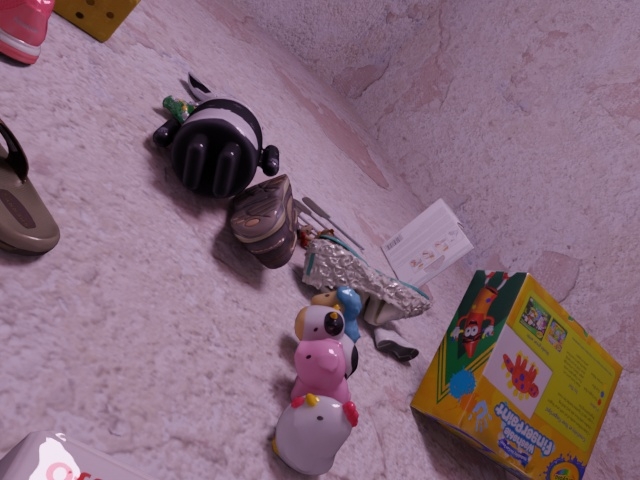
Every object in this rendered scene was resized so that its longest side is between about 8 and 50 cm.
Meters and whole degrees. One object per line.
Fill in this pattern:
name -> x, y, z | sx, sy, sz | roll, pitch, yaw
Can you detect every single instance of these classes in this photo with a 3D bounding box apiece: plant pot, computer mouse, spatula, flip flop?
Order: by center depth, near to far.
flip flop -> -0.400, -0.104, 0.552 | 0.277, 0.080, 0.112 | 51, 21, 4
plant pot -> -0.499, -0.581, 1.037 | 0.212, 0.212, 0.187 | 28, 41, -44
spatula -> -0.001, -0.048, 1.212 | 0.242, 0.019, 0.168 | 39, -20, -35
computer mouse -> -0.299, -0.383, 1.281 | 0.193, 0.042, 0.106 | 43, 4, 8

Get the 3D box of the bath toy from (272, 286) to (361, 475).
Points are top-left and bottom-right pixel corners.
bath toy -> 0.010, 0.207, 0.770 | 0.151, 0.129, 0.348 | 45, 22, -12

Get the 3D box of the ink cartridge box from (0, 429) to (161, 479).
ink cartridge box -> -0.169, 0.291, 0.276 | 0.198, 0.115, 0.273 | 41, 22, -22

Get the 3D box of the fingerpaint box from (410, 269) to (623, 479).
fingerpaint box -> 0.479, 0.344, 1.118 | 0.445, 0.371, 0.163 | 38, -17, -23

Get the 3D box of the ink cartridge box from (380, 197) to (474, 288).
ink cartridge box -> 0.361, 0.028, 1.579 | 0.060, 0.275, 0.239 | 29, 29, -43

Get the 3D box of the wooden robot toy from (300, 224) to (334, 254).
wooden robot toy -> 0.000, 0.000, 1.179 | 0.076, 0.079, 0.173 | 32, 26, -38

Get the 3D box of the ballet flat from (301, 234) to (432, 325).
ballet flat -> 0.106, 0.126, 1.128 | 0.409, 0.147, 0.147 | 31, 27, -34

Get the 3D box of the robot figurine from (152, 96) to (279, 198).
robot figurine -> -0.208, -0.191, 0.972 | 0.209, 0.173, 0.278 | 51, 18, -26

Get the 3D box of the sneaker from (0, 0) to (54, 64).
sneaker -> -0.519, -0.444, 0.828 | 0.116, 0.136, 0.314 | 22, 33, -52

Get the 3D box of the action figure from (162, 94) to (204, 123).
action figure -> -0.289, -0.296, 1.140 | 0.137, 0.063, 0.232 | 51, 18, 24

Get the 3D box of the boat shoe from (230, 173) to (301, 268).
boat shoe -> -0.112, -0.042, 1.006 | 0.355, 0.132, 0.130 | -88, 158, -67

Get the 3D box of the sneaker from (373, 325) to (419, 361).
sneaker -> 0.189, 0.251, 1.157 | 0.152, 0.053, 0.061 | 33, 23, -35
